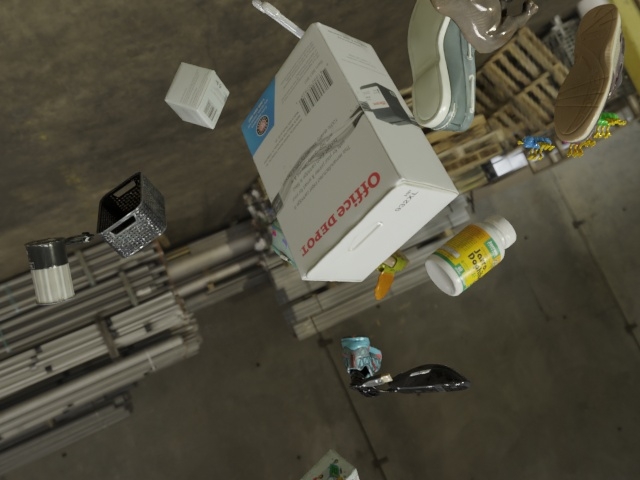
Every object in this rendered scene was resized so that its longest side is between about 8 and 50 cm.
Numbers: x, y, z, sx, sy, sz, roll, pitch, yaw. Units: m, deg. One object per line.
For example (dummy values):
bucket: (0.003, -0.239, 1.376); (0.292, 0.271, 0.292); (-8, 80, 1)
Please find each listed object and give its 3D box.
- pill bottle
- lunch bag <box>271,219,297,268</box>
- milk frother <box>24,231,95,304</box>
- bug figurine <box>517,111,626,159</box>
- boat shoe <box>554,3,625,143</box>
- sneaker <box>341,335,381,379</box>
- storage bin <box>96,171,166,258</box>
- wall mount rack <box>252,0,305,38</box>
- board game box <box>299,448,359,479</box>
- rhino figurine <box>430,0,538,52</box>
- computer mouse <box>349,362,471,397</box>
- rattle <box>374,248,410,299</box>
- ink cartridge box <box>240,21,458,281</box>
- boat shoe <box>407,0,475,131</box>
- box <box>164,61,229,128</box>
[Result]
pill bottle: (0.365, 0.030, 1.482); (0.208, 0.117, 0.117); (-36, 178, -15)
lunch bag: (0.000, 0.000, 1.872); (0.279, 0.224, 0.107); (-17, 130, -36)
milk frother: (-0.566, 0.057, 1.368); (0.143, 0.134, 0.129); (-10, -169, -20)
bug figurine: (0.702, -0.315, 1.728); (0.216, 0.072, 0.279); (4, 159, -14)
boat shoe: (0.531, -0.311, 1.187); (0.092, 0.285, 0.103); (24, 166, -36)
sneaker: (0.116, 0.374, 1.849); (0.104, 0.125, 0.262); (-6, 153, 19)
storage bin: (-0.417, -0.059, 1.364); (0.122, 0.084, 0.180); (-34, -147, 5)
wall mount rack: (-0.036, -0.379, 1.335); (0.131, 0.304, 0.350); (-18, -155, -5)
board game box: (-0.025, 0.684, 1.457); (0.303, 0.224, 0.098); (-37, -139, -27)
rhino figurine: (0.210, -0.371, 0.900); (0.106, 0.243, 0.073); (-55, -148, 6)
computer mouse: (0.193, 0.302, 1.372); (0.262, 0.060, 0.184); (-11, 155, 22)
rattle: (0.145, 0.044, 1.757); (0.130, 0.200, 0.142); (-30, 152, -50)
ink cartridge box: (0.027, -0.123, 0.907); (0.129, 0.307, 0.223); (6, 140, -42)
boat shoe: (0.232, -0.345, 1.131); (0.099, 0.319, 0.116); (13, 161, -28)
box: (-0.273, -0.321, 1.369); (0.087, 0.101, 0.101); (18, 170, 16)
